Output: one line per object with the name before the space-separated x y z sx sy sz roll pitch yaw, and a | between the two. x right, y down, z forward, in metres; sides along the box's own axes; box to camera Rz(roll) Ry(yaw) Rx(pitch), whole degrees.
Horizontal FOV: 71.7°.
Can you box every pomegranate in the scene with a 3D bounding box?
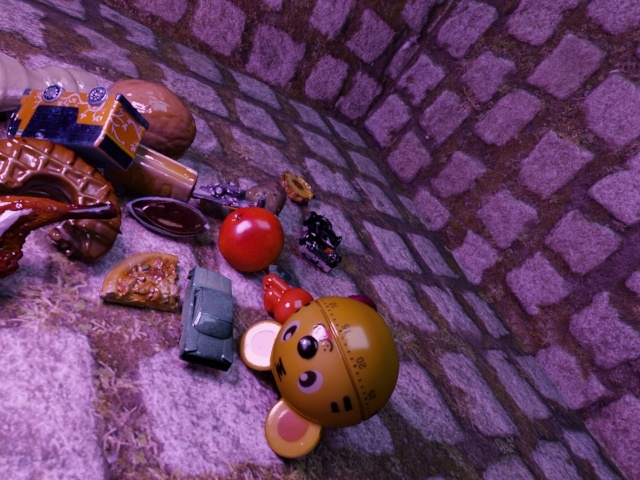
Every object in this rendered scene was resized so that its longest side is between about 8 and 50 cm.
pomegranate | -0.223 0.009 1.487 0.220 0.221 0.256 -88 155 -58

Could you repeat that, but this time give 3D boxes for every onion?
onion | 0.120 0.250 1.612 0.198 0.135 0.173 37 24 -1

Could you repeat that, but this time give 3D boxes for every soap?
soap | -0.541 -0.209 1.420 0.274 0.173 0.089 25 55 -13

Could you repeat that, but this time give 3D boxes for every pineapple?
pineapple | -0.121 -0.249 2.140 0.225 0.076 0.224 32 28 -20

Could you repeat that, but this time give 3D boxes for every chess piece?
chess piece | -0.911 -0.471 1.357 0.234 0.234 0.442 46 23 13

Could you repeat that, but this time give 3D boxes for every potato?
potato | -0.221 -0.146 1.759 0.165 0.165 0.262 39 24 0

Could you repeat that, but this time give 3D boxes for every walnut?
walnut | -0.595 -0.399 1.529 0.333 0.332 0.332 30 28 -18

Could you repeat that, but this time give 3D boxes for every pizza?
pizza | -0.451 0.112 1.190 0.197 0.058 0.292 44 27 8

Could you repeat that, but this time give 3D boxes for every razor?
razor | -0.159 0.142 1.546 0.068 0.040 0.135 41 33 5

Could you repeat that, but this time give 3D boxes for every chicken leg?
chicken leg | -0.642 -0.024 0.954 0.407 0.096 0.157 -37 104 -41

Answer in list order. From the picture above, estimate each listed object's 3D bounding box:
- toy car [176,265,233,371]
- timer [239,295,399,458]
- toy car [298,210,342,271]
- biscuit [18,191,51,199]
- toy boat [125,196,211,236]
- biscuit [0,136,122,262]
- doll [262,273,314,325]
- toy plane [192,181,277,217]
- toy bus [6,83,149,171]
toy car | -0.298 0.199 1.205 0.142 0.097 0.320 25 30 -28
timer | 0.001 0.331 1.169 0.387 0.376 0.376 -18 50 -10
toy car | -0.001 0.001 1.865 0.193 0.118 0.301 39 25 -20
biscuit | -0.779 -0.095 1.105 0.188 0.052 0.056 9 50 -44
toy boat | -0.479 -0.076 1.407 0.262 0.114 0.115 17 -3 -36
biscuit | -0.669 -0.115 1.111 0.366 0.115 0.268 35 45 -32
doll | -0.083 0.218 1.417 0.290 0.129 0.161 38 29 10
toy plane | -0.292 -0.146 1.586 0.316 0.102 0.204 14 20 19
toy bus | -0.682 -0.314 1.248 0.324 0.194 0.162 7 -18 14
